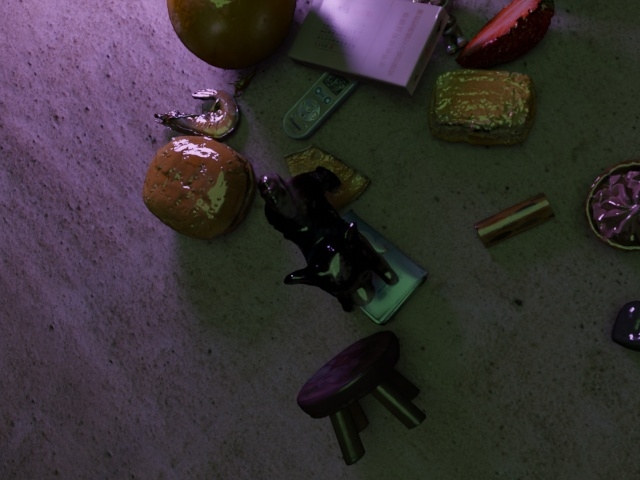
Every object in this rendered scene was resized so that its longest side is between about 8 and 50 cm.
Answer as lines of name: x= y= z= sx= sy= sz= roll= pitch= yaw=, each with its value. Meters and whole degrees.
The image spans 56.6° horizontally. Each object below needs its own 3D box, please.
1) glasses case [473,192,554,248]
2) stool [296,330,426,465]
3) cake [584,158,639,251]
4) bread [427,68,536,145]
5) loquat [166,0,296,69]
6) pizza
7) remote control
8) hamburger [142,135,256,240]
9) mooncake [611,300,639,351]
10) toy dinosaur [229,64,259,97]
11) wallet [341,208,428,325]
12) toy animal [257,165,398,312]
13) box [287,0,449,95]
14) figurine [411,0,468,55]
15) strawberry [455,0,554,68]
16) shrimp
glasses case: x=0.444 y=-0.046 z=1.369 sx=0.169 sy=0.041 sz=0.065 roll=-25 pitch=81 yaw=12
stool: x=0.098 y=0.347 z=1.339 sx=0.272 sy=0.272 sz=0.179 roll=-34 pitch=93 yaw=11
cake: x=0.661 y=-0.078 z=1.241 sx=0.207 sy=0.178 sz=0.185 roll=-39 pitch=77 yaw=7
bread: x=0.367 y=-0.310 z=1.366 sx=0.245 sy=0.121 sz=0.174 roll=7 pitch=80 yaw=20
loquat: x=-0.224 y=-0.596 z=1.439 sx=0.328 sy=0.359 sz=0.329 roll=-8 pitch=67 yaw=19
pizza: x=0.014 y=-0.158 z=1.486 sx=0.204 sy=0.080 sz=0.188 roll=-21 pitch=104 yaw=4
remote control: x=0.003 y=-0.355 z=1.511 sx=0.244 sy=0.047 sz=0.087 roll=-44 pitch=73 yaw=10
hamburger: x=-0.320 y=-0.140 z=1.542 sx=0.283 sy=0.144 sz=0.260 roll=18 pitch=94 yaw=22
mooncake: x=0.705 y=0.194 z=1.241 sx=0.175 sy=0.168 sz=0.104 roll=21 pitch=78 yaw=-15
toy dinosaur: x=-0.206 y=-0.430 z=1.584 sx=0.041 sy=0.026 sz=0.113 roll=41 pitch=107 yaw=8
wallet: x=0.112 y=0.068 z=1.441 sx=0.250 sy=0.075 sz=0.176 roll=41 pitch=93 yaw=15
toy animal: x=0.000 y=0.000 z=1.286 sx=0.194 sy=0.302 sz=0.344 roll=-39 pitch=73 yaw=12
box: x=0.104 y=-0.488 z=1.431 sx=0.365 sy=0.051 sz=0.205 roll=26 pitch=90 yaw=32
figurine: x=0.282 y=-0.542 z=1.419 sx=0.147 sy=0.093 sz=0.197 roll=-29 pitch=79 yaw=33
strawberry: x=0.439 y=-0.466 z=1.358 sx=0.106 sy=0.175 sz=0.236 roll=44 pitch=137 yaw=-16
shrimp: x=-0.334 y=-0.344 z=1.610 sx=0.250 sy=0.052 sz=0.144 roll=10 pitch=79 yaw=9
